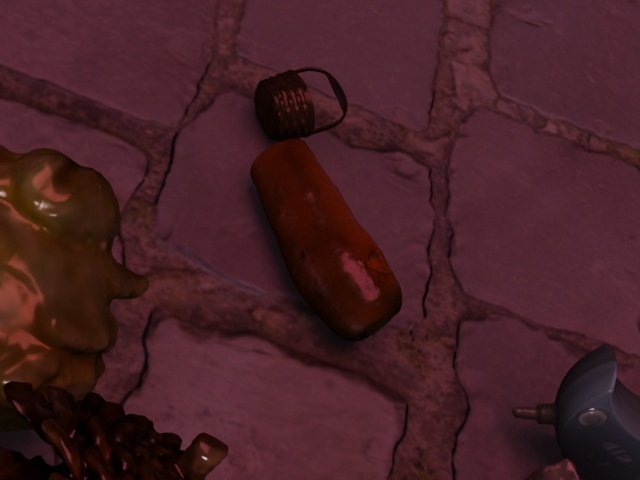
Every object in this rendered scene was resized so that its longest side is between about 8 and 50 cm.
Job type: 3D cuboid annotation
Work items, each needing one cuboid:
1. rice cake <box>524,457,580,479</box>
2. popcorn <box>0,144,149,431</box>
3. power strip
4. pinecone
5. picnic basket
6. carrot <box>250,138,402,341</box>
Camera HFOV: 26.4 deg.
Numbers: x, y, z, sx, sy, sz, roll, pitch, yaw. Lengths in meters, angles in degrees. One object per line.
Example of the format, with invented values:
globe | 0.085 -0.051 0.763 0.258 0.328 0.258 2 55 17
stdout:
rice cake | 0.237 0.314 1.175 0.052 0.057 0.256 -4 63 -30
popcorn | -0.267 0.029 1.027 0.254 0.195 0.256 -26 74 -25
power strip | 0.298 0.171 1.223 0.253 0.167 0.054 15 49 -13
pinecone | -0.184 0.233 0.904 0.309 0.244 0.244 -43 84 -7
picnic basket | -0.016 -0.133 1.315 0.083 0.072 0.072 -18 70 -20
carrot | 0.000 0.000 1.237 0.087 0.087 0.193 -22 70 -34
